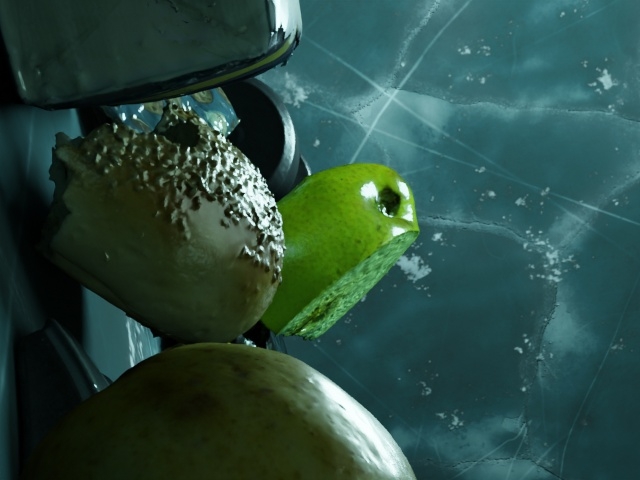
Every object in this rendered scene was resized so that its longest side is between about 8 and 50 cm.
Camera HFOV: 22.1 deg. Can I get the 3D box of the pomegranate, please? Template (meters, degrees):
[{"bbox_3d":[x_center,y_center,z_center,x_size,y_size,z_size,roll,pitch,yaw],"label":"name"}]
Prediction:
[{"bbox_3d":[-0.059,0.189,0.976,0.260,0.260,0.260,-14,90,-88],"label":"pomegranate"}]

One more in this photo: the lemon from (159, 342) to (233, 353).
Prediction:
[{"bbox_3d":[-0.098,0.169,1.420,0.207,0.170,0.170,5,71,-80],"label":"lemon"}]

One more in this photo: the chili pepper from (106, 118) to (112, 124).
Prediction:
[{"bbox_3d":[-0.173,-0.047,1.839,0.136,0.099,0.270,106,-33,-75],"label":"chili pepper"}]

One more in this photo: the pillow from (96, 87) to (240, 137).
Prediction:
[{"bbox_3d":[-0.176,-0.164,1.801,0.189,0.034,0.255,55,25,-12],"label":"pillow"}]

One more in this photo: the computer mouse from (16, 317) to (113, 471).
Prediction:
[{"bbox_3d":[-0.159,0.151,1.146,0.126,0.071,0.231,75,2,-49],"label":"computer mouse"}]

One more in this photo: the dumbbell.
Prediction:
[{"bbox_3d":[-0.117,-0.092,2.267,0.322,0.204,0.203,70,7,-75],"label":"dumbbell"}]

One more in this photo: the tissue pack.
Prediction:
[{"bbox_3d":[-0.158,-0.257,1.444,0.416,0.253,0.264,-68,144,-84],"label":"tissue pack"}]

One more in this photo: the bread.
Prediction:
[{"bbox_3d":[-0.117,-0.007,1.369,0.192,0.171,0.314,40,2,7],"label":"bread"}]

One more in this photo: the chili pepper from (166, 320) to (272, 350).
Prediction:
[{"bbox_3d":[-0.125,0.147,1.983,0.264,0.116,0.148,63,24,-81],"label":"chili pepper"}]

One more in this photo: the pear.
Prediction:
[{"bbox_3d":[0.000,0.000,2.112,0.159,0.292,0.292,52,-3,11],"label":"pear"}]
